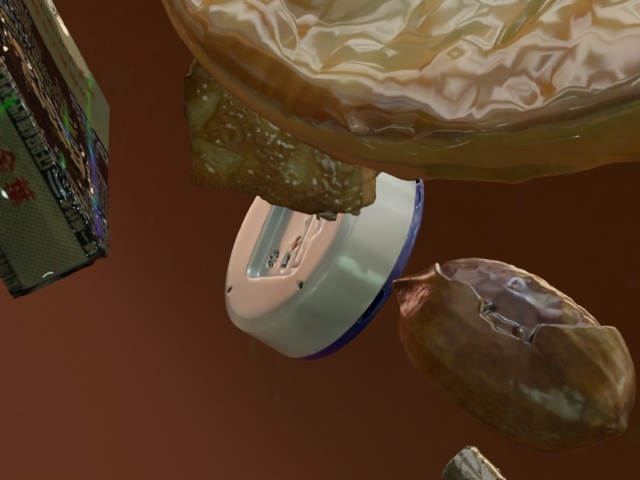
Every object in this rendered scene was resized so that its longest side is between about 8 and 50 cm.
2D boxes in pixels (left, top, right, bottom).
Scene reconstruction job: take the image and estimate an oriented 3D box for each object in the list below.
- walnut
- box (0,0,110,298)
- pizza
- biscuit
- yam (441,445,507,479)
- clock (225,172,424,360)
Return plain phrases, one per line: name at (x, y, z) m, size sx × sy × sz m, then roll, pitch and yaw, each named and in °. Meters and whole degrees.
walnut at (0.136, 0.078, 1.396) m, size 0.207 × 0.116 × 0.116 m, roll 29°, pitch 69°, yaw 26°
box at (-0.243, -0.112, 1.518) m, size 0.084 × 0.310 × 0.198 m, roll -24°, pitch 115°, yaw 5°
pizza at (-0.038, -0.085, 1.450) m, size 0.182 × 0.161 × 0.062 m, roll 51°, pitch 28°, yaw -10°
biscuit at (0.052, -0.110, 0.539) m, size 0.309 × 0.040 × 0.204 m, roll 28°, pitch 81°, yaw 44°
yam at (0.154, 0.232, 1.631) m, size 0.054 × 0.054 × 0.132 m, roll -28°, pitch 46°, yaw -17°
clock at (0.000, 0.000, 1.881) m, size 0.083 × 0.230 × 0.230 m, roll 29°, pitch 68°, yaw -28°
